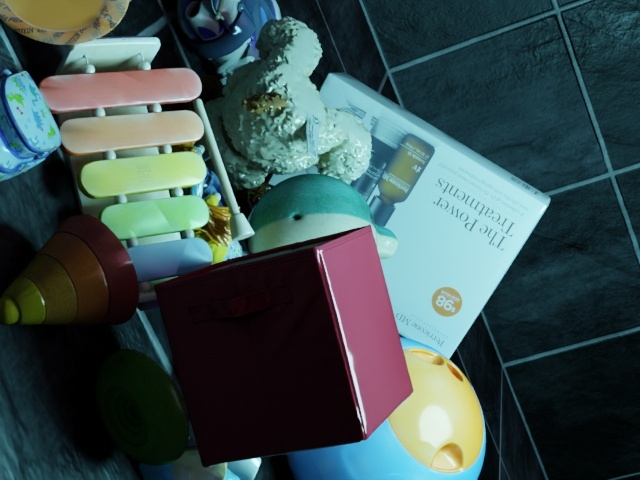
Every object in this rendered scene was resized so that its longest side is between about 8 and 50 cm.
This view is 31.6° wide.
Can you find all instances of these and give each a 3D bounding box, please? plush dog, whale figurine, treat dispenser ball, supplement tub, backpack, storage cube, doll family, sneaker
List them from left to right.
[{"bbox_3d":[-0.311,-0.110,1.082,0.105,0.084,0.114,66,20,-12],"label":"backpack"},{"bbox_3d":[-0.281,-0.379,1.265,0.193,0.193,0.316,54,24,-47],"label":"supplement tub"},{"bbox_3d":[-0.152,-0.047,1.461,0.163,0.118,0.263,55,21,-51],"label":"doll family"},{"bbox_3d":[-0.140,-0.277,1.769,0.236,0.130,0.323,9,69,-61],"label":"sneaker"},{"bbox_3d":[-0.090,-0.157,1.612,0.210,0.225,0.262,-26,85,-50],"label":"plush dog"},{"bbox_3d":[-0.033,0.105,1.167,0.215,0.184,0.193,-24,100,-70],"label":"storage cube"},{"bbox_3d":[0.000,0.000,1.579,0.272,0.216,0.141,52,29,-65],"label":"whale figurine"},{"bbox_3d":[0.093,0.281,1.623,0.288,0.288,0.288,-18,90,-74],"label":"treat dispenser ball"}]

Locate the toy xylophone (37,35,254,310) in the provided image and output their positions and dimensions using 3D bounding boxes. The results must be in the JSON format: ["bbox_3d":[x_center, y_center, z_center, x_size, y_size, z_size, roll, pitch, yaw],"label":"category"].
[{"bbox_3d":[-0.189,-0.081,1.299,0.236,0.081,0.322,-20,87,-38],"label":"toy xylophone"}]

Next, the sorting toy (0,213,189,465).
[{"bbox_3d":[-0.222,0.164,1.111,0.126,0.127,0.365,-27,103,-44],"label":"sorting toy"}]

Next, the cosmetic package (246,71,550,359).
[{"bbox_3d":[0.110,-0.038,1.710,0.377,0.284,0.097,32,17,8],"label":"cosmetic package"}]

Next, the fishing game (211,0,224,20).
[{"bbox_3d":[-0.239,-0.434,1.632,0.264,0.041,0.189,33,38,-29],"label":"fishing game"}]

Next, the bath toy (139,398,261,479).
[{"bbox_3d":[-0.111,0.191,1.365,0.348,0.129,0.151,-67,180,-63],"label":"bath toy"}]
